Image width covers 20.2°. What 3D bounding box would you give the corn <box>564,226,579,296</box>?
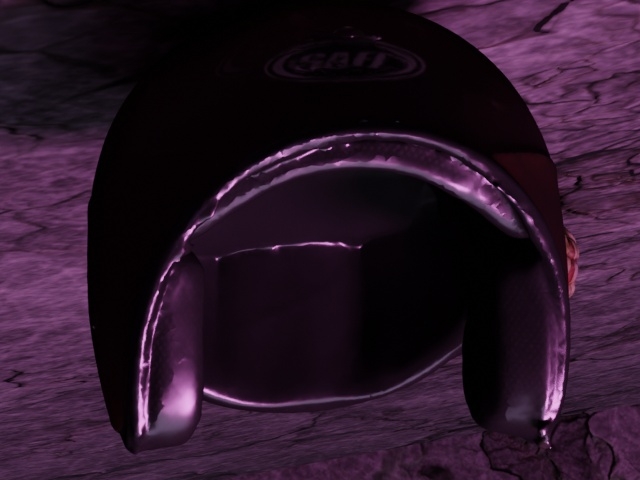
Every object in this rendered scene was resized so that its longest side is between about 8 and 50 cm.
[{"bbox_3d":[0.078,0.014,1.111,0.098,0.098,0.290,-18,167,31],"label":"corn"}]

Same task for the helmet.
[{"bbox_3d":[0.000,0.000,0.727,0.189,0.193,0.216,-1,153,-11],"label":"helmet"}]
